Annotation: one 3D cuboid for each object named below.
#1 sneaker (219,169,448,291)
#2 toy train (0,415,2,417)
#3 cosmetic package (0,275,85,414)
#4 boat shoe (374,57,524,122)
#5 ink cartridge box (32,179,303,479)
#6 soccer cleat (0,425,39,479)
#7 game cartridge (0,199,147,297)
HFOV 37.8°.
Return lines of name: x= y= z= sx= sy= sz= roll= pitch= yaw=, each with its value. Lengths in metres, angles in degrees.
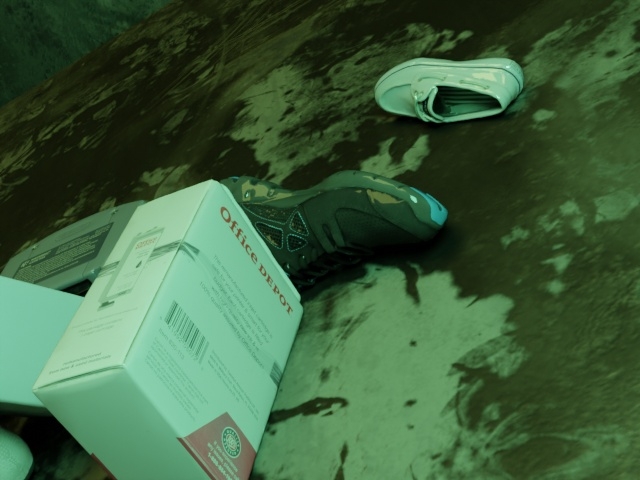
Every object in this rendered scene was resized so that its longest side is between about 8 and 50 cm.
sneaker: x=0.000 y=0.000 z=1.115 sx=0.341 sy=0.125 sz=0.139 roll=-2 pitch=69 yaw=41
toy train: x=-0.456 y=0.172 z=1.334 sx=0.105 sy=0.080 sz=0.184 roll=0 pitch=43 yaw=35
cosmetic package: x=-0.369 y=0.133 z=1.102 sx=0.225 sy=0.224 sz=0.138 roll=-5 pitch=73 yaw=36
boat shoe: x=0.157 y=-0.197 z=1.249 sx=0.226 sy=0.083 sz=0.076 roll=-5 pitch=39 yaw=41
ink cartridge box: x=-0.139 y=0.107 z=0.964 sx=0.117 sy=0.207 sz=0.283 roll=-17 pitch=33 yaw=26
soccer cleat: x=-0.492 y=0.268 z=1.151 sx=0.331 sy=0.143 sz=0.116 roll=-16 pitch=34 yaw=31
game cartridge: x=-0.404 y=0.041 z=1.502 sx=0.297 sy=0.062 sz=0.198 roll=-21 pitch=27 yaw=23
